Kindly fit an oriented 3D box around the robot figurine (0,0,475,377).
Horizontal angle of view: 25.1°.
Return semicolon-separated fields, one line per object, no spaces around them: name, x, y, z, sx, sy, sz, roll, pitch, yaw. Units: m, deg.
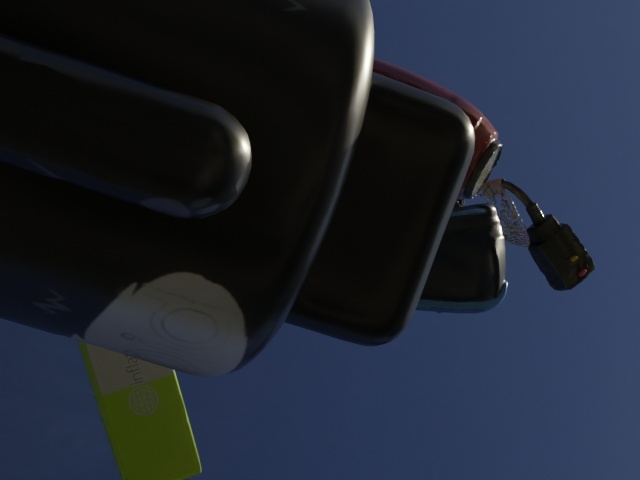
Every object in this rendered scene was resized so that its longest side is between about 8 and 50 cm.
robot figurine;-0.086;-0.052;0.542;0.278;0.209;0.174;19;-122;-14

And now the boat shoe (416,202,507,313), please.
boat shoe;0.000;0.000;0.988;0.258;0.109;0.089;5;-95;-20

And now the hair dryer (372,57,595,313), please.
hair dryer;0.059;-0.045;1.144;0.293;0.223;0.080;53;-128;-21

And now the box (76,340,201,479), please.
box;-0.107;0.026;0.716;0.042;0.109;0.178;-16;-79;-9
